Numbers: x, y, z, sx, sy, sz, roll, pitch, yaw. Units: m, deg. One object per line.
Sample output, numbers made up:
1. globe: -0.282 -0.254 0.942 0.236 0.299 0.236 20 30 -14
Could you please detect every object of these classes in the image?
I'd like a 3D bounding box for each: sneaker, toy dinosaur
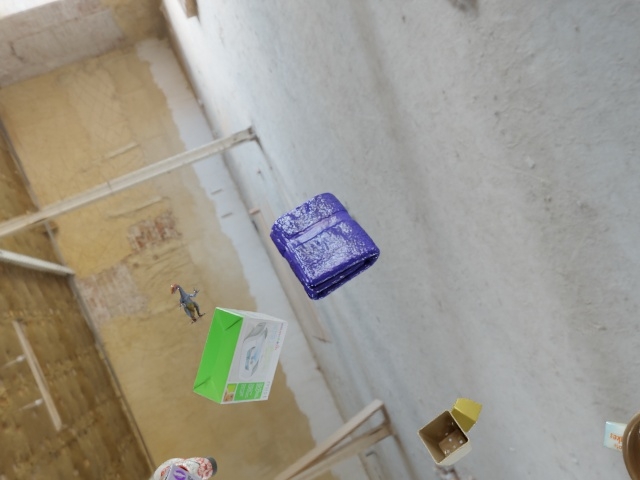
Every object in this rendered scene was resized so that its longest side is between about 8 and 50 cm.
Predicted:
1. sneaker: -0.488 0.775 1.801 0.145 0.270 0.090 16 -122 -61
2. toy dinosaur: -0.266 0.123 1.065 0.082 0.047 0.090 52 140 1

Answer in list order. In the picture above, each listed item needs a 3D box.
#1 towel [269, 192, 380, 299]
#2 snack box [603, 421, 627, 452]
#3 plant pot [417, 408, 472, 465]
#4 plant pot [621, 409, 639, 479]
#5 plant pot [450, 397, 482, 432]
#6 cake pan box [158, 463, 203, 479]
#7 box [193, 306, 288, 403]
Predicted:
1. towel: 0.000 0.000 1.488 0.308 0.228 0.076 54 177 45
2. snack box: 0.781 0.439 1.127 0.187 0.322 0.060 168 115 -67
3. plant pot: 0.351 0.551 1.494 0.096 0.109 0.109 48 -174 -42
4. plant pot: 0.545 0.296 0.719 0.237 0.110 0.237 33 135 41
5. plant pot: 0.495 0.593 1.876 0.083 0.081 0.081 31 132 14
6. cake pan box: -0.325 0.694 1.300 0.246 0.266 0.070 33 -164 -9
7. box: -0.243 0.354 1.685 0.127 0.261 0.231 12 175 34
